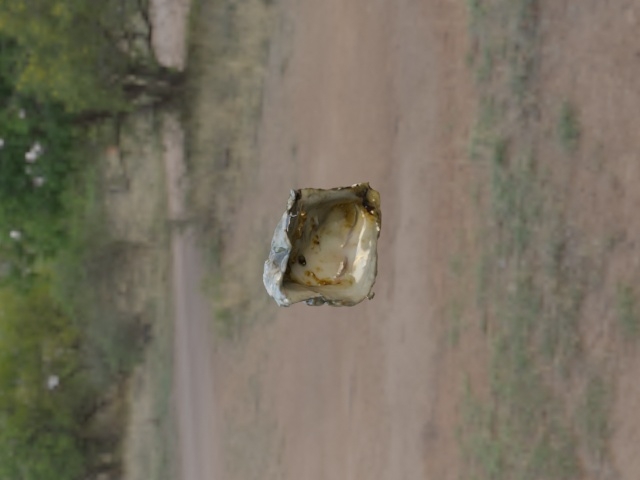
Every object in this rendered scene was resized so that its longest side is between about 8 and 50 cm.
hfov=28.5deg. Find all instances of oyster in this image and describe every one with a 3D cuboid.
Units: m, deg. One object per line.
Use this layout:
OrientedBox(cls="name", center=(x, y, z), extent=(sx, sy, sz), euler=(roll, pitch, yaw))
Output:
OrientedBox(cls="oyster", center=(0.001, 0.003, 0.526), extent=(0.093, 0.034, 0.051), euler=(-9, -89, -58))
